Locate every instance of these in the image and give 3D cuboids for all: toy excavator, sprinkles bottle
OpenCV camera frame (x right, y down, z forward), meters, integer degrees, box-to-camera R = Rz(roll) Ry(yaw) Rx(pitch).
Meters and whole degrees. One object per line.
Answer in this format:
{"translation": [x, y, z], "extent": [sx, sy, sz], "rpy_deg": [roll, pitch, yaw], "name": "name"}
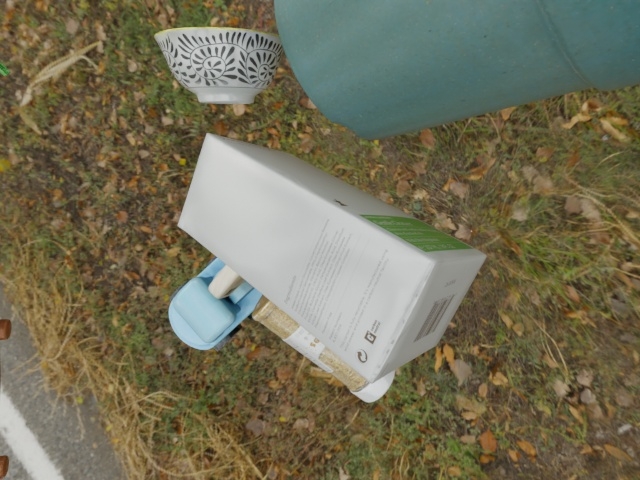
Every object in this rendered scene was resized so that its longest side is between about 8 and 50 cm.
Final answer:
{"translation": [-0.248, 0.132, 1.077], "extent": [0.433, 0.445, 0.222], "rpy_deg": [-42, 89, 3], "name": "toy excavator"}
{"translation": [0.010, 0.236, 0.966], "extent": [0.355, 0.121, 0.121], "rpy_deg": [39, 105, -12], "name": "sprinkles bottle"}

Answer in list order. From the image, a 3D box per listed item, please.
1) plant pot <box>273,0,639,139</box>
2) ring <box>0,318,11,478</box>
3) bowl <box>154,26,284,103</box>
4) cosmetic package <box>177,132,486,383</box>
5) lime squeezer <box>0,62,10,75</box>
{"translation": [0.149, -0.267, 0.397], "extent": [0.334, 0.341, 0.341], "rpy_deg": [-7, 88, 48], "name": "plant pot"}
{"translation": [-0.288, 0.154, 0.303], "extent": [0.032, 0.336, 0.337], "rpy_deg": [1, 92, -22], "name": "ring"}
{"translation": [-0.128, -0.226, 0.548], "extent": [0.170, 0.170, 0.080], "rpy_deg": [6, 107, 20], "name": "bowl"}
{"translation": [0.000, 0.000, 0.557], "extent": [0.365, 0.197, 0.155], "rpy_deg": [33, 109, 30], "name": "cosmetic package"}
{"translation": [-0.676, -0.454, 0.735], "extent": [0.109, 0.310, 0.059], "rpy_deg": [-1, 51, -12], "name": "lime squeezer"}
